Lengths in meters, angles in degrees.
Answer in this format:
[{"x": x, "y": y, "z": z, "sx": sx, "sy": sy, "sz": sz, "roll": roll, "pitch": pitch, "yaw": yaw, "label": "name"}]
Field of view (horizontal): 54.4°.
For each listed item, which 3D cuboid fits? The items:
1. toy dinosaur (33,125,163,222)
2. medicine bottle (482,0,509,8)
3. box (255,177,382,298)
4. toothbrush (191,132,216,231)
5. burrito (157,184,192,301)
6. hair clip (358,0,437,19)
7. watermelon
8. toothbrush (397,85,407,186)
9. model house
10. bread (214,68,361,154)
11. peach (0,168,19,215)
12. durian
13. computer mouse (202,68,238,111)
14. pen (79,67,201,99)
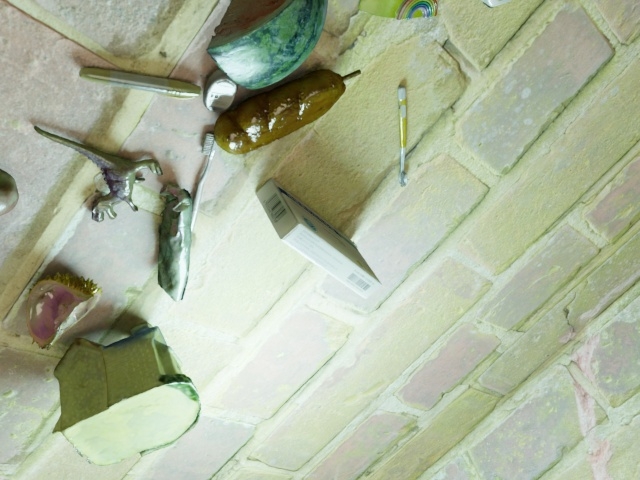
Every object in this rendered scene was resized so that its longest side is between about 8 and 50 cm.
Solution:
[{"x": -0.437, "y": -0.144, "z": 1.286, "sx": 0.200, "sy": 0.072, "sz": 0.251, "roll": -13, "pitch": 143, "yaw": -2, "label": "toy dinosaur"}, {"x": 0.370, "y": -0.603, "z": 1.275, "sx": 0.115, "sy": 0.078, "sz": 0.219, "roll": -27, "pitch": 134, "yaw": 1, "label": "medicine bottle"}, {"x": 0.000, "y": 0.000, "z": 1.529, "sx": 0.065, "sy": 0.200, "sz": 0.343, "roll": -44, "pitch": 133, "yaw": 10, "label": "box"}, {"x": -0.281, "y": -0.110, "z": 1.419, "sx": 0.030, "sy": 0.025, "sz": 0.307, "roll": 8, "pitch": 124, "yaw": -21, "label": "toothbrush"}, {"x": -0.339, "y": 0.010, "z": 1.451, "sx": 0.066, "sy": 0.096, "sz": 0.309, "roll": -19, "pitch": 134, "yaw": -36, "label": "burrito"}, {"x": 0.169, "y": -0.494, "z": 1.302, "sx": 0.188, "sy": 0.033, "sz": 0.060, "roll": -8, "pitch": 130, "yaw": -20, "label": "hair clip"}, {"x": -0.079, "y": -0.409, "z": 1.179, "sx": 0.260, "sy": 0.256, "sz": 0.176, "roll": -25, "pitch": 91, "yaw": 6, "label": "watermelon"}, {"x": 0.203, "y": -0.249, "z": 1.534, "sx": 0.021, "sy": 0.024, "sz": 0.288, "roll": -17, "pitch": 133, "yaw": -10, "label": "toothbrush"}, {"x": -0.482, "y": 0.366, "z": 1.561, "sx": 0.321, "sy": 0.266, "sz": 0.261, "roll": -23, "pitch": 140, "yaw": -10, "label": "model house"}, {"x": -0.070, "y": -0.288, "z": 1.328, "sx": 0.344, "sy": 0.084, "sz": 0.124, "roll": -28, "pitch": 164, "yaw": -3, "label": "bread"}, {"x": -0.667, "y": -0.101, "z": 1.176, "sx": 0.152, "sy": 0.152, "sz": 0.152, "roll": -14, "pitch": 132, "yaw": -15, "label": "peach"}, {"x": -0.588, "y": 0.150, "z": 1.421, "sx": 0.165, "sy": 0.132, "sz": 0.182, "roll": 1, "pitch": 131, "yaw": -17, "label": "durian"}, {"x": -0.206, "y": -0.310, "z": 1.274, "sx": 0.066, "sy": 0.039, "sz": 0.096, "roll": 5, "pitch": 139, "yaw": -28, "label": "computer mouse"}, {"x": -0.348, "y": -0.306, "z": 1.217, "sx": 0.233, "sy": 0.032, "sz": 0.040, "roll": 3, "pitch": 150, "yaw": -26, "label": "pen"}]
